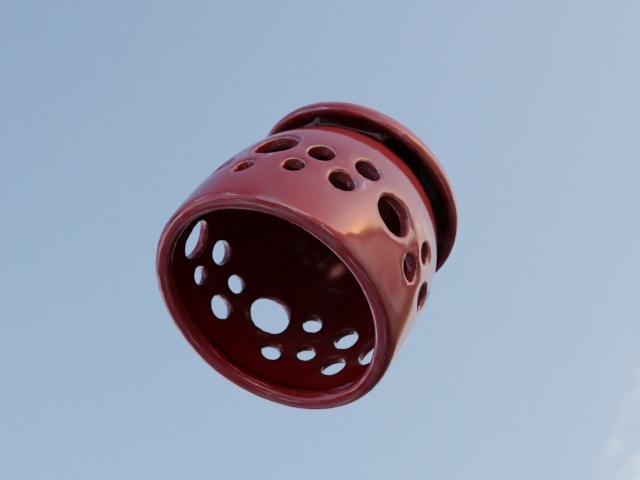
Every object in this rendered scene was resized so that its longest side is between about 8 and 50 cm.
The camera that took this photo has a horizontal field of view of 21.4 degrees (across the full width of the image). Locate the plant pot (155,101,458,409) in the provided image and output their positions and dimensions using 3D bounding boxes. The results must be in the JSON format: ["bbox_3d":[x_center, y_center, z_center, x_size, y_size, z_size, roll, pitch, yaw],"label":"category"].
[{"bbox_3d":[0.000,0.000,1.251,0.174,0.191,0.191,-53,-18,-43],"label":"plant pot"}]
